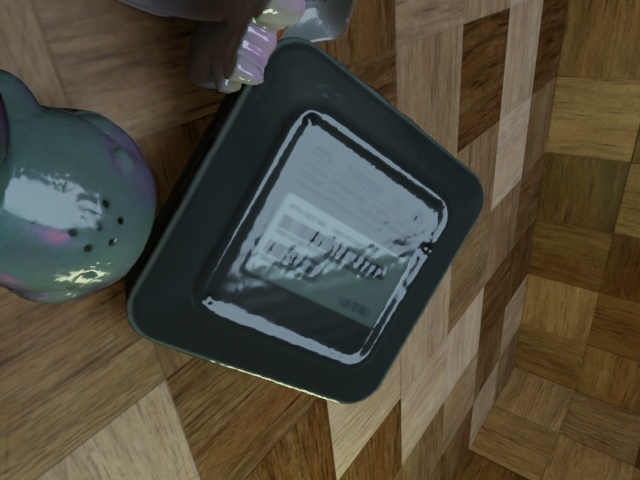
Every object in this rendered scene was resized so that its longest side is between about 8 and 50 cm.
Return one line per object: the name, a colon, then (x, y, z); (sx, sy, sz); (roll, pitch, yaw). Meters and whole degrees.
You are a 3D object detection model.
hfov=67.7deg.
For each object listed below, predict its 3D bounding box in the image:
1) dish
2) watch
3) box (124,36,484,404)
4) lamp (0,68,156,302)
dish: (-0.010, -0.341, 0.606); (0.151, 0.077, 0.212); (-27, 170, -26)
watch: (-0.144, -0.260, 0.445); (0.231, 0.244, 0.196); (9, 94, -33)
box: (0.000, 0.000, 0.642); (0.396, 0.111, 0.397); (27, 94, -30)
lamp: (-0.256, -0.039, 0.333); (0.301, 0.247, 0.247); (25, 86, -63)
